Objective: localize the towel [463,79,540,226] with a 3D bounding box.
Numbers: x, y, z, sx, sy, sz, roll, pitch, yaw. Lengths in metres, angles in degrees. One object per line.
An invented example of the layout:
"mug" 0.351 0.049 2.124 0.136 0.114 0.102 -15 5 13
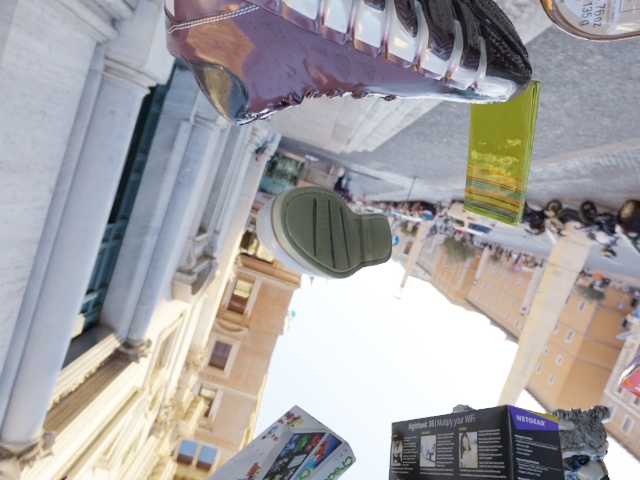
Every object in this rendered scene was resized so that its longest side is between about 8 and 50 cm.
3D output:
"towel" 0.279 -0.136 0.694 0.102 0.237 0.021 22 -134 37

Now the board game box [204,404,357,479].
"board game box" -0.107 0.444 0.792 0.305 0.053 0.193 -32 -161 -27

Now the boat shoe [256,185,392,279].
"boat shoe" 0.000 0.000 0.591 0.103 0.113 0.302 -6 171 28

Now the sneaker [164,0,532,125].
"sneaker" 0.011 -0.146 0.354 0.281 0.107 0.162 15 150 -17

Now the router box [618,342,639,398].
"router box" 0.405 0.044 0.250 0.301 0.335 0.082 34 152 27

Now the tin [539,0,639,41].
"tin" 0.228 -0.178 0.252 0.189 0.040 0.106 0 144 26

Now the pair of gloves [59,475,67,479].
"pair of gloves" -0.536 0.523 0.883 0.083 0.074 0.010 -1 139 52

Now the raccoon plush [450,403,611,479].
"raccoon plush" 0.508 0.479 1.128 0.216 0.300 0.446 -9 -159 -36

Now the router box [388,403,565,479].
"router box" 0.194 0.375 0.605 0.080 0.243 0.309 16 151 -13
